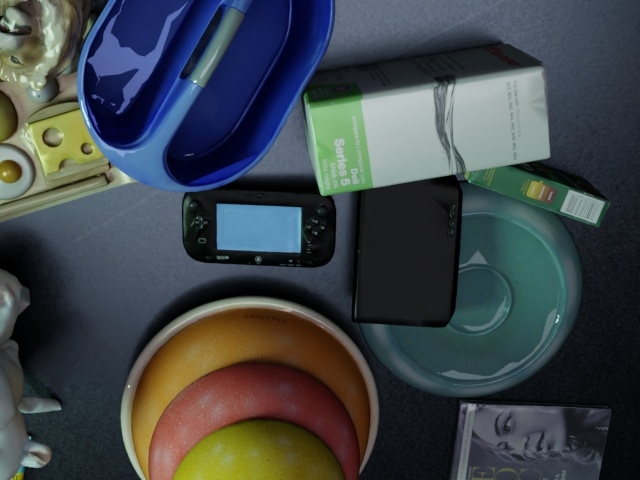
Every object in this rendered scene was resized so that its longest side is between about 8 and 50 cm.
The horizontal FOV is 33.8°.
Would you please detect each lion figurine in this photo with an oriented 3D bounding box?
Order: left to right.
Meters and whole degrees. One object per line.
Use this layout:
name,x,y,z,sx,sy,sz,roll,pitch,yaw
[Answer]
lion figurine,-0.370,-0.371,1.177,0.392,0.142,0.240,51,125,22

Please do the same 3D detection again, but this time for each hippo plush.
hippo plush,-0.450,0.198,1.258,0.234,0.237,0.294,-12,127,-10

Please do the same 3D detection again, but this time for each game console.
game console,0.000,0.000,1.361,0.361,0.044,0.213,3,100,4

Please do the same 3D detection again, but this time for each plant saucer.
plant saucer,0.206,0.077,1.427,0.317,0.044,0.318,-1,107,-3

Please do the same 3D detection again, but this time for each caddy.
caddy,-0.133,-0.223,1.203,0.241,0.179,0.341,29,92,-21

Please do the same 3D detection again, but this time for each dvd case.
dvd case,0.299,0.311,1.519,0.221,0.018,0.165,4,107,-5

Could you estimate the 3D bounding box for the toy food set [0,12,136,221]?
toy food set,-0.382,-0.129,1.292,0.306,0.092,0.220,-16,107,1

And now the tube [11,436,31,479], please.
tube,-0.453,0.368,1.469,0.080,0.052,0.207,4,101,-16

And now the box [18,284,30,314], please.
box,-0.490,0.103,1.352,0.145,0.038,0.186,33,111,-33

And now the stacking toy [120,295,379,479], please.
stacking toy,-0.082,0.297,1.244,0.350,0.480,0.351,-1,107,-3

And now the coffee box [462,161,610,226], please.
coffee box,0.267,-0.077,1.347,0.184,0.113,0.040,18,106,-8

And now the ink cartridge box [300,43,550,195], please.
ink cartridge box,0.119,-0.151,1.267,0.272,0.198,0.115,-9,109,-1
